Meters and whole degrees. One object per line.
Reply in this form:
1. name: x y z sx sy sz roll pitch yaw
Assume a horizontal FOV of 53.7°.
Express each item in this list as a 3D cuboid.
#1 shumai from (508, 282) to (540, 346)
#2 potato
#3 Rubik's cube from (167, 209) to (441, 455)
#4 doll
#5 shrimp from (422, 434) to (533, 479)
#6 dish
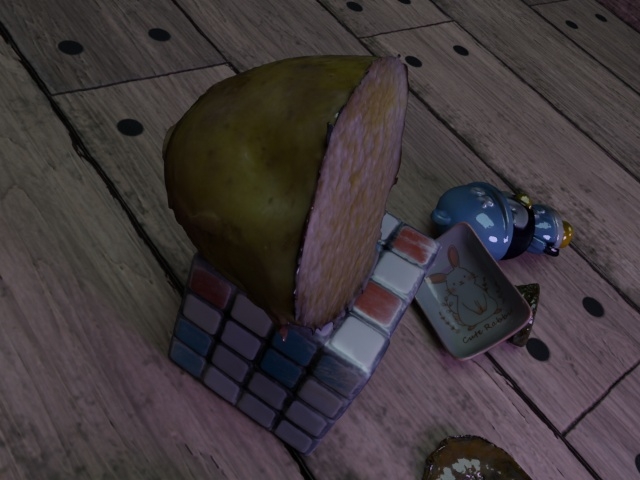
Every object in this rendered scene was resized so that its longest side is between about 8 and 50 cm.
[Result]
1. shumai: 0.335 0.121 1.118 0.087 0.099 0.124 16 42 14
2. potato: -0.061 -0.071 0.683 0.237 0.301 0.288 16 10 19
3. Rubik's cube: -0.025 0.090 0.876 0.259 0.256 0.253 33 47 9
4. doll: 0.343 -0.034 1.216 0.313 0.141 0.177 2 38 -27
5. shrimp: 0.245 0.384 0.874 0.173 0.058 0.253 -22 58 -26
6. dish: 0.247 0.094 1.083 0.151 0.077 0.212 -34 60 7
